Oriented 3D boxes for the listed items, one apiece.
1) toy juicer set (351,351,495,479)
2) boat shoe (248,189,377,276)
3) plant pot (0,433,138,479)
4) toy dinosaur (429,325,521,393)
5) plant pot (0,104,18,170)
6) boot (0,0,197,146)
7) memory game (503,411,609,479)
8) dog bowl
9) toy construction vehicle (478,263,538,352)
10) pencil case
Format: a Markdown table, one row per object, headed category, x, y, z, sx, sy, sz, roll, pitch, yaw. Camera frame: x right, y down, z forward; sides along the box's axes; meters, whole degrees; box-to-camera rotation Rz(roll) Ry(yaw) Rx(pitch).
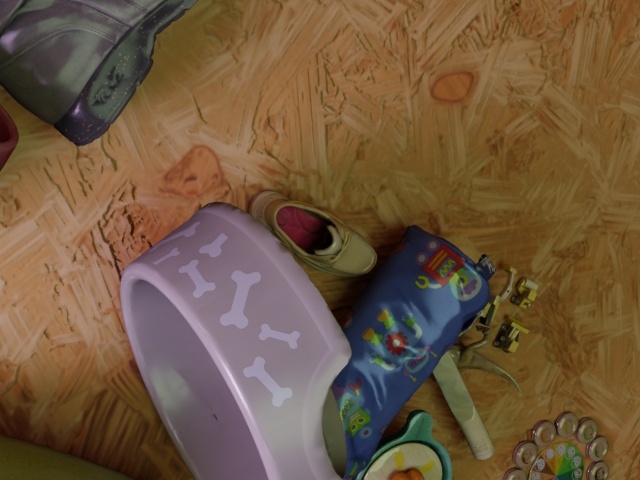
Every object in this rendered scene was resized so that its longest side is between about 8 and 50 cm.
| category | x | y | z | sx | sy | sz | roll | pitch | yaw |
| --- | --- | --- | --- | --- | --- | --- | --- | --- | --- |
| toy juicer set | 0.119 | 0.307 | 1.230 | 0.209 | 0.089 | 0.329 | 39 | 88 | -30 |
| boat shoe | 0.000 | 0.000 | 1.126 | 0.170 | 0.059 | 0.063 | 25 | 90 | -30 |
| plant pot | -0.249 | 0.322 | 0.982 | 0.293 | 0.275 | 0.274 | 15 | 95 | -45 |
| toy dinosaur | 0.173 | 0.139 | 1.266 | 0.183 | 0.053 | 0.092 | 8 | 114 | -22 |
| plant pot | -0.384 | -0.066 | 0.845 | 0.201 | 0.201 | 0.180 | 31 | 103 | -30 |
| boot | -0.212 | -0.275 | 0.915 | 0.223 | 0.118 | 0.338 | 36 | 75 | -23 |
| memory game | 0.327 | 0.325 | 1.403 | 0.186 | 0.012 | 0.186 | -7 | 106 | -26 |
| dog bowl | -0.076 | 0.142 | 0.967 | 0.102 | 0.349 | 0.348 | -26 | 113 | -24 |
| toy construction vehicle | 0.239 | 0.088 | 1.286 | 0.086 | 0.035 | 0.098 | 30 | 87 | -30 |
| pencil case | 0.073 | 0.129 | 1.159 | 0.133 | 0.119 | 0.306 | 38 | 84 | -6 |
